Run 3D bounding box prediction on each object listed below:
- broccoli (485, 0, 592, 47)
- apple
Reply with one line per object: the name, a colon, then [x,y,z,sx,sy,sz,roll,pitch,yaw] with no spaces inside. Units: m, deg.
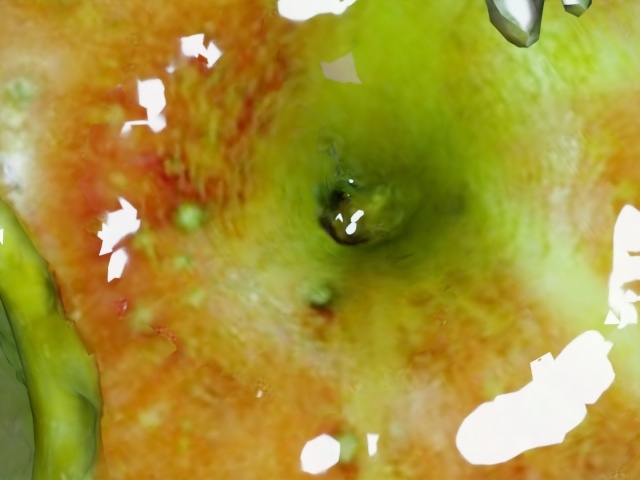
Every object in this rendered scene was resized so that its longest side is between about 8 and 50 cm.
broccoli: [0.116,-0.212,0.479,0.334,0.324,0.272,-56,-173,40]
apple: [0.000,0.000,0.708,0.339,0.339,0.339,-21,159,-9]
